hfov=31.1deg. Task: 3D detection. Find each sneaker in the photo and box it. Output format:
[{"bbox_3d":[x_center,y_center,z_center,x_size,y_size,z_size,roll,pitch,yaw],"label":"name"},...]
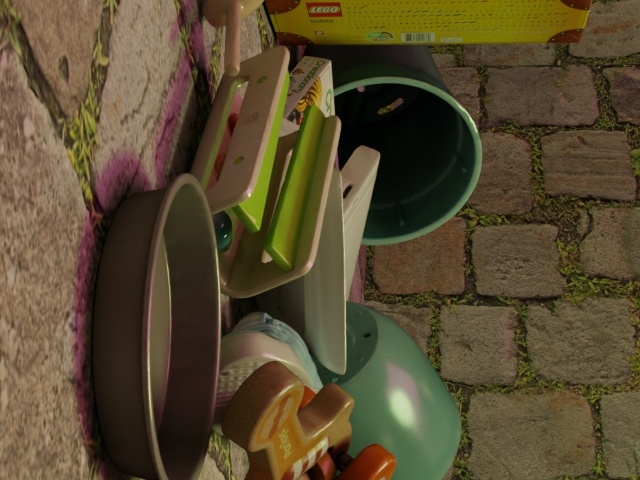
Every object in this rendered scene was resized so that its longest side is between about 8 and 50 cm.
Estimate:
[{"bbox_3d":[-0.084,0.152,1.403,0.366,0.135,0.150,67,-2,-67],"label":"sneaker"}]

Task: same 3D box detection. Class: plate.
[{"bbox_3d":[-0.042,0.016,1.565,0.277,0.045,0.277,-151,-124,-62],"label":"plate"}]

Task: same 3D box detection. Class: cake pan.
[{"bbox_3d":[-0.143,0.085,1.040,0.293,0.054,0.293,0,90,-84],"label":"cake pan"}]

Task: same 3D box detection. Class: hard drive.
[{"bbox_3d":[0.013,0.047,1.885,0.233,0.047,0.353,-58,165,-44],"label":"hard drive"}]

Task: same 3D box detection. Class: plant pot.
[{"bbox_3d":[0.037,0.232,1.721,0.293,0.293,0.235,-83,154,-47],"label":"plant pot"},{"bbox_3d":[0.095,-0.226,2.056,0.334,0.341,0.341,-93,179,-52],"label":"plant pot"}]

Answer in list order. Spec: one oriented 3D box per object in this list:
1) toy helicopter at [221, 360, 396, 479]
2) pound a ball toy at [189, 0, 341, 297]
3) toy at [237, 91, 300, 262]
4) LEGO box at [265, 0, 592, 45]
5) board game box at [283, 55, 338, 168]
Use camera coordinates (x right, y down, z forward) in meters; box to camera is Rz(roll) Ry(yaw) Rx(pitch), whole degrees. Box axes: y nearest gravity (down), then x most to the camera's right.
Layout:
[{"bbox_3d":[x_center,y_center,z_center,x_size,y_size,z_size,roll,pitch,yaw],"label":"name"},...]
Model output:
[{"bbox_3d":[-0.054,0.226,1.146,0.235,0.140,0.355,-45,156,-18],"label":"toy helicopter"},{"bbox_3d":[-0.095,-0.119,1.269,0.208,0.136,0.319,51,31,-32],"label":"pound a ball toy"},{"bbox_3d":[-0.085,-0.068,1.409,0.056,0.137,0.237,-34,-140,41],"label":"toy"},{"bbox_3d":[0.172,-0.517,1.821,0.193,0.501,0.372,66,25,-76],"label":"LEGO box"},{"bbox_3d":[-0.031,-0.109,1.807,0.193,0.053,0.305,-58,152,-45],"label":"board game box"}]
